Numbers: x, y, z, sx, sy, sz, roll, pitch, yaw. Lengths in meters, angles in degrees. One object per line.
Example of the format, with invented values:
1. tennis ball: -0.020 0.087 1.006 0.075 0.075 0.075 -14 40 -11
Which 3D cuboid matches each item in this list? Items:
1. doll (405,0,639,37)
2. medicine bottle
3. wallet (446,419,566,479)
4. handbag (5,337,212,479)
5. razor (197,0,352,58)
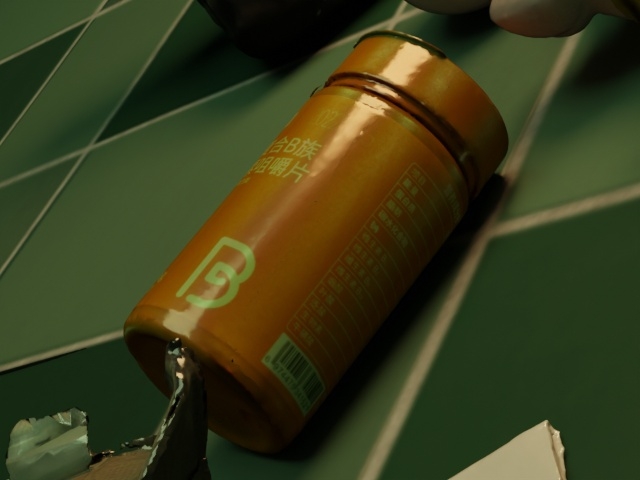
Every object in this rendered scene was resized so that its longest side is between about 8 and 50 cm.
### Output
1. doll: 0.130 -0.173 0.933 0.160 0.094 0.365 -40 24 -4
2. medicine bottle: 0.000 0.000 0.827 0.192 0.096 0.096 -52 26 -21
3. wallet: 0.058 0.102 0.670 0.083 0.011 0.044 -33 25 16
4. handbag: -0.045 0.172 0.450 0.183 0.270 0.117 -24 -2 19
5. razor: 0.039 -0.266 1.201 0.327 0.107 0.189 -44 23 6
